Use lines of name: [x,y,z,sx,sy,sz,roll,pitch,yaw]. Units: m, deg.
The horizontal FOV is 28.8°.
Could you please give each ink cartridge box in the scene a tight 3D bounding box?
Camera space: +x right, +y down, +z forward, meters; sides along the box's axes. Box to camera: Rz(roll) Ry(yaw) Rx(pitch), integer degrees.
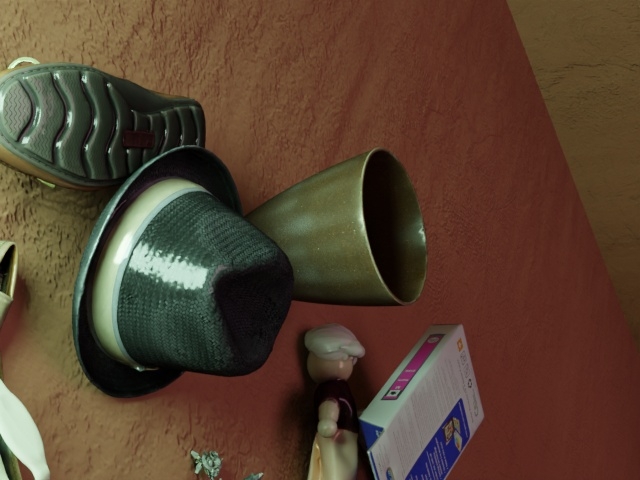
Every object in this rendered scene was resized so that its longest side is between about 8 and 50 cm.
ink cartridge box: [0.144,0.286,1.860,0.371,0.069,0.176,-46,126,-55]

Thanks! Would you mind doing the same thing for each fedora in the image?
fedora: [-0.128,0.055,1.405,0.334,0.152,0.334,-48,148,-44]

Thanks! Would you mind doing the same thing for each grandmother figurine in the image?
grandmother figurine: [0.020,0.282,1.811,0.208,0.104,0.342,89,-1,-66]

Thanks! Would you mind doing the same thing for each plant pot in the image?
plant pot: [0.000,0.000,1.718,0.215,0.230,0.215,36,49,-56]

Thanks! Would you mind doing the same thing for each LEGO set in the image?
LEGO set: [-0.136,0.285,1.545,0.054,0.023,0.083,41,27,-33]

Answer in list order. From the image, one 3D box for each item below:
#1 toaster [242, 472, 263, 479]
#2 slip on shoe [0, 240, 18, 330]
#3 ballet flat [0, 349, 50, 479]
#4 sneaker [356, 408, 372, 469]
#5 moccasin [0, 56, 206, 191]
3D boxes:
toaster: [-0.142,0.356,1.339,0.110,0.186,0.168,61,30,-24]
slip on shoe: [-0.327,0.062,1.241,0.051,0.041,0.135,45,41,-49]
ballet flat: [-0.295,0.242,1.139,0.116,0.124,0.342,-18,96,-64]
sneaker: [0.129,0.356,1.981,0.281,0.105,0.115,52,36,-44]
moccasin: [-0.264,-0.129,1.360,0.380,0.147,0.139,-20,112,-68]
